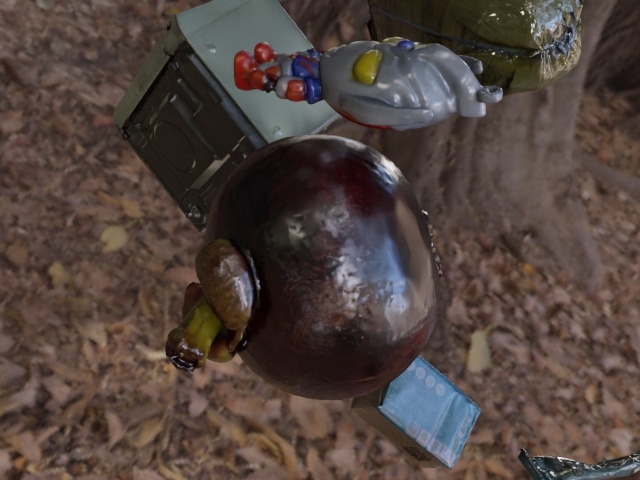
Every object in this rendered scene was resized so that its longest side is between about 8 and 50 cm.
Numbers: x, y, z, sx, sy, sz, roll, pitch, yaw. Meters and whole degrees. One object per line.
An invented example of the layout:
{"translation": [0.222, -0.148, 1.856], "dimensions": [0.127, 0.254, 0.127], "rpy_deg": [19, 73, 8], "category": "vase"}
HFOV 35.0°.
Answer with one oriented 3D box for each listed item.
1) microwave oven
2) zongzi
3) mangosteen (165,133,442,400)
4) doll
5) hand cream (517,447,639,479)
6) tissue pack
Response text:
{"translation": [-0.188, -0.240, 1.921], "dimensions": [0.247, 0.394, 0.333], "rpy_deg": [-37, 89, -34], "category": "microwave oven"}
{"translation": [0.147, -0.181, 1.009], "dimensions": [0.125, 0.274, 0.251], "rpy_deg": [-32, 55, -19], "category": "zongzi"}
{"translation": [-0.014, 0.036, 1.127], "dimensions": [0.297, 0.293, 0.297], "rpy_deg": [-22, 90, -80], "category": "mangosteen"}
{"translation": [0.032, -0.110, 0.694], "dimensions": [0.195, 0.062, 0.104], "rpy_deg": [12, 11, 28], "category": "doll"}
{"translation": [0.397, 0.300, 1.389], "dimensions": [0.248, 0.052, 0.075], "rpy_deg": [-1, 0, -16], "category": "hand cream"}
{"translation": [0.145, 0.255, 1.544], "dimensions": [0.169, 0.082, 0.120], "rpy_deg": [41, 63, -19], "category": "tissue pack"}
